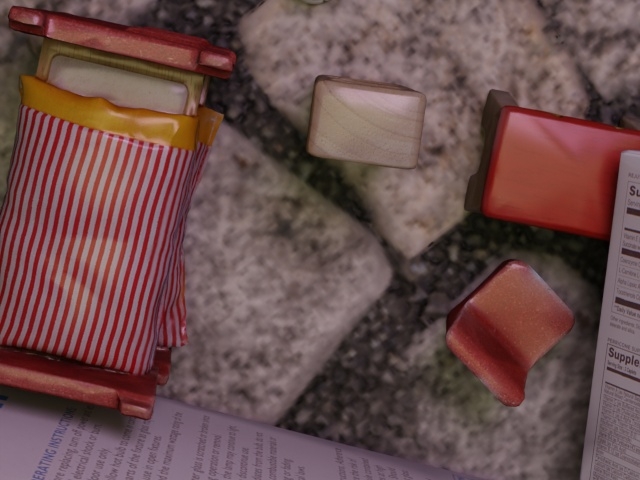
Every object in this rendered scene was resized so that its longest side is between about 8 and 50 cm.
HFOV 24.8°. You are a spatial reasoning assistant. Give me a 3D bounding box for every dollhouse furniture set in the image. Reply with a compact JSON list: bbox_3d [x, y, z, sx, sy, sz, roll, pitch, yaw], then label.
[{"bbox_3d":[0.000,0.000,0.821,0.374,0.152,0.201,11,98,-3],"label":"dollhouse furniture set"}]

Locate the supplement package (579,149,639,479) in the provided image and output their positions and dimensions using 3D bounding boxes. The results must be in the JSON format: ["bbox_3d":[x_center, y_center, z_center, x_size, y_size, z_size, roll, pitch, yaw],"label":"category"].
[{"bbox_3d":[0.283,0.095,0.787,0.199,0.198,0.263,1,99,-31],"label":"supplement package"}]

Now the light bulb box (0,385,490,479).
[{"bbox_3d":[-0.090,0.292,0.824,0.361,0.225,0.358,15,99,-4],"label":"light bulb box"}]

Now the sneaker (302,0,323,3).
[{"bbox_3d":[0.028,-0.179,0.851,0.109,0.044,0.040,-44,95,3],"label":"sneaker"}]
